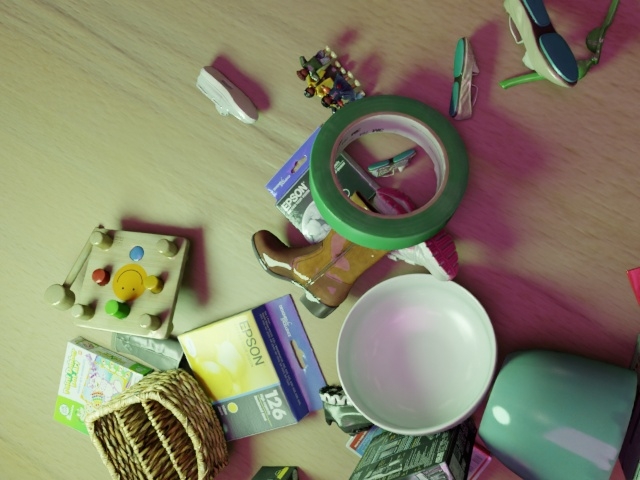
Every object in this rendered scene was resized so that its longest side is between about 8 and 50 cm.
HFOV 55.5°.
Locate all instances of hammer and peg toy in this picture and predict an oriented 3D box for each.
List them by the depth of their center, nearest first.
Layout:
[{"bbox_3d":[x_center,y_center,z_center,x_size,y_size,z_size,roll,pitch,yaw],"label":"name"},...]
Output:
[{"bbox_3d":[-0.516,0.091,1.509,0.361,0.127,0.266,7,76,14],"label":"hammer and peg toy"}]

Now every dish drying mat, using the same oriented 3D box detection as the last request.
[{"bbox_3d":[0.656,0.096,1.245,0.032,0.008,0.083,-22,93,20],"label":"dish drying mat"}]

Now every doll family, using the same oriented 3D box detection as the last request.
[{"bbox_3d":[0.022,-0.327,1.340,0.111,0.076,0.193,-39,81,0],"label":"doll family"}]

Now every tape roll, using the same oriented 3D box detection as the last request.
[{"bbox_3d":[0.138,-0.142,1.249,0.321,0.077,0.321,1,71,-2],"label":"tape roll"}]

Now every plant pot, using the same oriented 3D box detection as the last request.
[{"bbox_3d":[0.456,0.352,1.214,0.235,0.293,0.293,20,105,21],"label":"plant pot"}]

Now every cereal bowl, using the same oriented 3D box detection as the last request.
[{"bbox_3d":[0.211,0.250,1.311,0.339,0.141,0.339,-7,65,16],"label":"cereal bowl"}]

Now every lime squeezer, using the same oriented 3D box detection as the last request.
[{"bbox_3d":[0.510,-0.385,1.197,0.310,0.059,0.110,-45,54,20],"label":"lime squeezer"}]

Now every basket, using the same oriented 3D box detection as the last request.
[{"bbox_3d":[-0.386,0.497,1.494,0.213,0.223,0.299,-15,100,38],"label":"basket"}]

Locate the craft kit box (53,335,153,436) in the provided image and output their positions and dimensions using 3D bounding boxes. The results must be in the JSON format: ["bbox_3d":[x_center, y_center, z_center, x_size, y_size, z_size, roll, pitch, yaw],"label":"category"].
[{"bbox_3d":[-0.603,0.425,1.679,0.246,0.061,0.250,20,104,16],"label":"craft kit box"}]

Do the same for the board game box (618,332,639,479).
[{"bbox_3d":[0.634,0.330,1.134,0.097,0.303,0.224,15,104,15],"label":"board game box"}]

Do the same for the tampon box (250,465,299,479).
[{"bbox_3d":[-0.112,0.668,1.525,0.101,0.120,0.161,-8,97,19],"label":"tampon box"}]

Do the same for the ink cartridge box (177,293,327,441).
[{"bbox_3d":[-0.164,0.325,1.515,0.307,0.072,0.303,-22,92,21],"label":"ink cartridge box"}]

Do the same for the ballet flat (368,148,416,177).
[{"bbox_3d":[0.163,-0.167,1.347,0.114,0.041,0.041,-19,93,20],"label":"ballet flat"}]

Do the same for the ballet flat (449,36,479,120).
[{"bbox_3d":[0.304,-0.336,1.270,0.052,0.057,0.168,2,105,-11],"label":"ballet flat"}]

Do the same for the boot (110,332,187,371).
[{"bbox_3d":[-0.442,0.250,1.587,0.208,0.076,0.190,19,117,20],"label":"boot"}]

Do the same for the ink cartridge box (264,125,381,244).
[{"bbox_3d":[-0.004,-0.120,1.401,0.208,0.045,0.206,46,110,6],"label":"ink cartridge box"}]

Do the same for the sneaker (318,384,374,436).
[{"bbox_3d":[0.100,0.408,1.417,0.234,0.078,0.106,2,95,35],"label":"sneaker"}]

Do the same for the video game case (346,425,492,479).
[{"bbox_3d":[0.229,0.496,1.439,0.285,0.025,0.204,34,108,10],"label":"video game case"}]

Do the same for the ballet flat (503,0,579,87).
[{"bbox_3d":[0.421,-0.390,1.182,0.086,0.086,0.248,-22,76,20],"label":"ballet flat"}]

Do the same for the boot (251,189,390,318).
[{"bbox_3d":[0.000,0.000,1.338,0.264,0.096,0.280,48,122,16],"label":"boot"}]

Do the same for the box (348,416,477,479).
[{"bbox_3d":[0.190,0.464,1.269,0.242,0.307,0.076,-29,87,19],"label":"box"}]

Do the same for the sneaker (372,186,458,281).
[{"bbox_3d":[0.194,0.002,1.325,0.252,0.103,0.111,50,129,23],"label":"sneaker"}]

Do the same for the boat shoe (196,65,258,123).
[{"bbox_3d":[-0.223,-0.329,1.428,0.184,0.066,0.063,42,123,5],"label":"boat shoe"}]
